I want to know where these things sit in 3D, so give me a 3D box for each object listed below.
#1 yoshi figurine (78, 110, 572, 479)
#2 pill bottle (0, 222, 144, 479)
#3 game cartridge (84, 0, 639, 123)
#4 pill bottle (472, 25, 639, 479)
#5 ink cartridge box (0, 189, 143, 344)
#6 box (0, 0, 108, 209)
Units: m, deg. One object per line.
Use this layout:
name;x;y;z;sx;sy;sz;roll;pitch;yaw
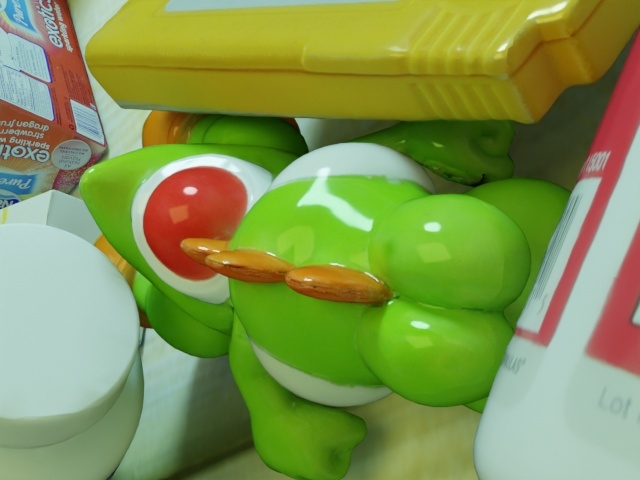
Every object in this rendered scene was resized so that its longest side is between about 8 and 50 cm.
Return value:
yoshi figurine;0.020;0.015;0.632;0.203;0.203;0.362;-31;21;-19
pill bottle;-0.188;0.103;0.708;0.272;0.152;0.152;125;145;-53
game cartridge;0.058;-0.174;0.639;0.324;0.052;0.285;7;51;47
pill bottle;0.223;-0.066;0.376;0.229;0.229;0.407;22;89;48
ink cartridge box;-0.201;0.032;0.870;0.143;0.092;0.090;-15;63;43
box;-0.282;-0.142;1.003;0.122;0.128;0.257;-43;47;24
